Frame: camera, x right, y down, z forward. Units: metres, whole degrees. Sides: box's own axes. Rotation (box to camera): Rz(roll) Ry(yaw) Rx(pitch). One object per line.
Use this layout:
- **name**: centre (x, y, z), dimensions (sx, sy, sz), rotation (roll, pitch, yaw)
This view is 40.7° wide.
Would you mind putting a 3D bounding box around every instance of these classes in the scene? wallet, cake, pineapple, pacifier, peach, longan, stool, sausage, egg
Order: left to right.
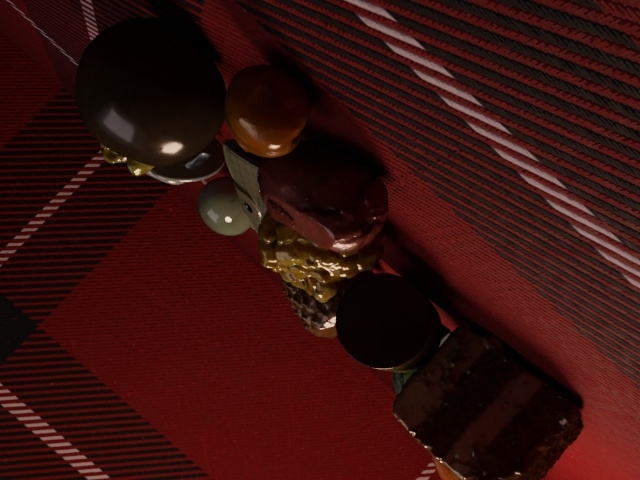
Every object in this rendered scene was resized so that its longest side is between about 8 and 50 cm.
- **longan**: centre (-0.294, -0.253, 1.487), dimensions (0.258, 0.258, 0.258), rotation (41, 170, 8)
- **pacifier**: centre (-0.348, -0.260, 1.966), dimensions (0.299, 0.244, 0.233), rotation (26, 135, 15)
- **egg**: centre (-0.248, -0.090, 2.316), dimensions (0.149, 0.149, 0.192), rotation (36, 170, 34)
- **peach**: centre (-0.078, -0.191, 1.261), dimensions (0.138, 0.138, 0.138), rotation (41, 170, 8)
- **wallet**: centre (-0.089, -0.069, 1.763), dimensions (0.223, 0.077, 0.309), rotation (30, 149, 34)
- **pineapple**: centre (-0.027, 0.043, 1.951), dimensions (0.362, 0.202, 0.202), rotation (51, 173, 16)
- **sausage**: centre (-0.002, -0.076, 1.394), dimensions (0.152, 0.152, 0.280), rotation (49, 169, -36)
- **stool**: centre (0.141, 0.168, 1.696), dimensions (0.179, 0.179, 0.264), rotation (39, 180, 16)
- **cake**: centre (0.330, 0.359, 1.714), dimensions (0.290, 0.256, 0.282), rotation (41, 173, 31)

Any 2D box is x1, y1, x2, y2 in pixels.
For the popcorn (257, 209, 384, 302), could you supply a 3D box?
- **popcorn**: centre (0.000, 0.016, 1.580), dimensions (0.226, 0.203, 0.200), rotation (-5, -161, -40)

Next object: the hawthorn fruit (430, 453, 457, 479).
- **hawthorn fruit**: centre (0.367, 0.459, 1.966), dimensions (0.284, 0.284, 0.284), rotation (41, 170, 8)

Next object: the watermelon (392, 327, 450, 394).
- **watermelon**: centre (0.247, 0.310, 2.049), dimensions (0.176, 0.260, 0.256), rotation (29, -173, -2)

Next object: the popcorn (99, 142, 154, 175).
- **popcorn**: centre (-0.350, -0.264, 1.753), dimensions (0.250, 0.235, 0.241), rotation (17, 138, 41)
